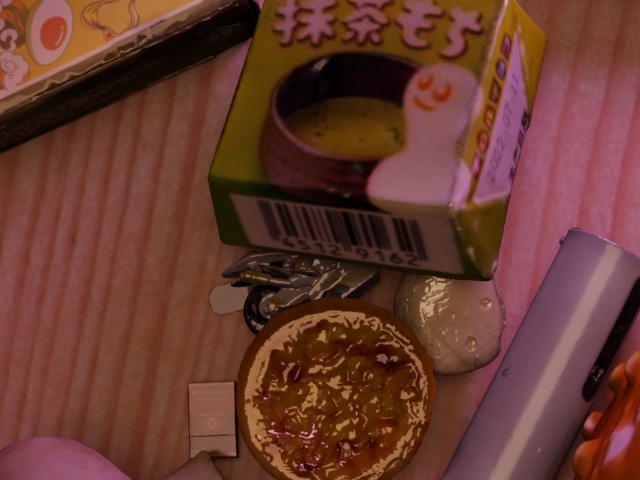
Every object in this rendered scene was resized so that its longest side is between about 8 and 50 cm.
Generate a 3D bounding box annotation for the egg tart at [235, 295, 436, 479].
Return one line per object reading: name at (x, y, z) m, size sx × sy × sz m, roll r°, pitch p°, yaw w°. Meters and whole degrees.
egg tart at (0.016, 0.161, 1.587) m, size 0.202 × 0.147 × 0.202 m, roll 0°, pitch 83°, yaw 2°

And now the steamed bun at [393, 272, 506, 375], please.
steamed bun at (0.131, 0.073, 1.619) m, size 0.112 × 0.091 × 0.130 m, roll -13°, pitch 97°, yaw -10°

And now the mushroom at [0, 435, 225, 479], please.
mushroom at (-0.217, 0.321, 1.546) m, size 0.290 × 0.297 × 0.297 m, roll -27°, pitch 78°, yaw -38°

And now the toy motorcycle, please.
toy motorcycle at (0.000, 0.000, 1.650) m, size 0.225 × 0.073 × 0.152 m, roll -29°, pitch 72°, yaw -3°

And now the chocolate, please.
chocolate at (0.055, -0.127, 1.578) m, size 0.301 × 0.137 × 0.289 m, roll 8°, pitch 67°, yaw 19°

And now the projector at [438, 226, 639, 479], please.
projector at (0.228, 0.155, 1.598) m, size 0.108 × 0.108 × 0.337 m, roll 27°, pitch 84°, yaw 7°

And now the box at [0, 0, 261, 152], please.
box at (-0.326, -0.318, 1.688) m, size 0.420 × 0.138 × 0.373 m, roll -25°, pitch 81°, yaw 0°

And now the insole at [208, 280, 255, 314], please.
insole at (-0.055, 0.053, 1.681) m, size 0.135 × 0.002 × 0.045 m, roll -14°, pitch 79°, yaw 1°

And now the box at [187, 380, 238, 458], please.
box at (-0.114, 0.192, 1.652) m, size 0.051 × 0.023 × 0.082 m, roll -3°, pitch 81°, yaw 4°

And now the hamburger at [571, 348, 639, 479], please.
hamburger at (0.393, 0.202, 1.451) m, size 0.277 × 0.396 × 0.396 m, roll 34°, pitch 84°, yaw 6°
